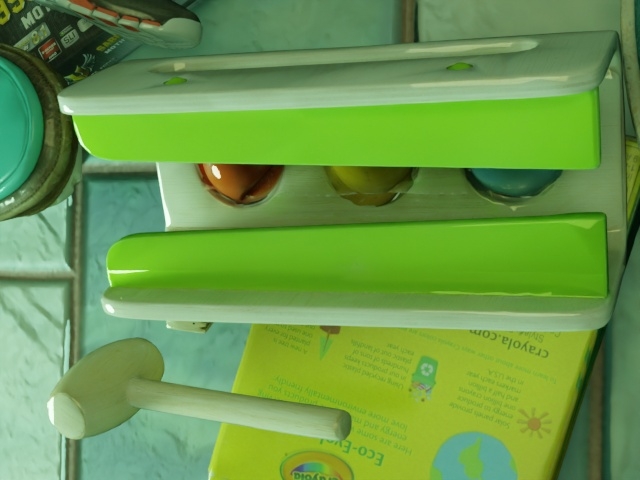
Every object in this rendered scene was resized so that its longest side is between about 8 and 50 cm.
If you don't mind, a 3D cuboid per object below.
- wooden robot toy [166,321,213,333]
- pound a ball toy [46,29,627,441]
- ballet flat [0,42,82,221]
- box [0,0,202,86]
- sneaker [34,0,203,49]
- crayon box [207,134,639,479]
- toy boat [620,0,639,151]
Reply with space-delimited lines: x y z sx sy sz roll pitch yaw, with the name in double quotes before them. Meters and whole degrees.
"wooden robot toy" -0.056 -0.021 0.718 0.079 0.076 0.173 9 91 8
"pound a ball toy" 0.000 0.000 0.595 0.319 0.136 0.208 0 111 21
"ballet flat" -0.240 -0.054 0.724 0.342 0.124 0.116 -7 79 39
"box" -0.151 -0.233 0.760 0.231 0.056 0.183 -32 79 17
"sneaker" -0.139 -0.171 0.694 0.158 0.061 0.064 24 91 18
"crayon box" 0.059 0.070 0.666 0.202 0.081 0.318 19 93 19
"toy boat" 0.312 -0.122 0.534 0.318 0.148 0.267 -1 65 11
